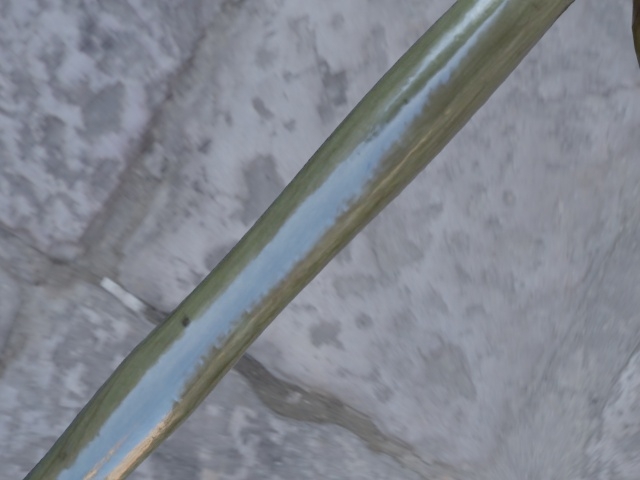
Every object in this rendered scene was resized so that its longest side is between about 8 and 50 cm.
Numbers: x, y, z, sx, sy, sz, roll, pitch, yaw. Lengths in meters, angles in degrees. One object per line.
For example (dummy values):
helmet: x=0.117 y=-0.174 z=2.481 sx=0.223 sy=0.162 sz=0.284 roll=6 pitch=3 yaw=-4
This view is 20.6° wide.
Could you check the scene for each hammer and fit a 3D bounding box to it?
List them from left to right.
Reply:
hammer: x=0.000 y=0.000 z=0.372 sx=0.062 sy=0.013 sz=0.199 roll=42 pitch=96 yaw=-14

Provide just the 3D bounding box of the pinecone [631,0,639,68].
pinecone: x=0.209 y=-0.150 z=0.486 sx=0.384 sy=0.384 sz=0.384 roll=-1 pitch=81 yaw=7
